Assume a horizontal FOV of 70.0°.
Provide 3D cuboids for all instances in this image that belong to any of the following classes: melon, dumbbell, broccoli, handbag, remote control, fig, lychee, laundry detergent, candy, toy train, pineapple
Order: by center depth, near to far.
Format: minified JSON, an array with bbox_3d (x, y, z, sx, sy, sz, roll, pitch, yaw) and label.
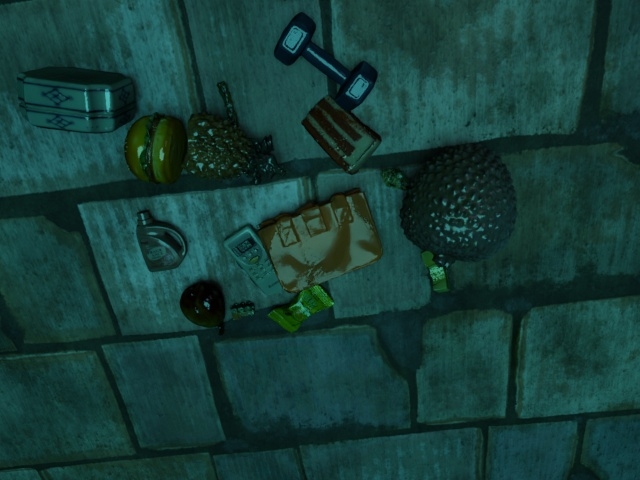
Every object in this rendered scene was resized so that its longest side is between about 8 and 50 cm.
[{"bbox_3d":[0.018,-0.559,1.443,0.325,0.160,0.144,34,78,-14],"label":"dumbbell"},{"bbox_3d":[0.464,-0.111,1.531,0.381,0.380,0.431,18,87,-8],"label":"lychee"},{"bbox_3d":[-0.277,-0.292,1.541,0.358,0.222,0.222,12,114,-16],"label":"pineapple"},{"bbox_3d":[0.269,-0.218,1.624,0.095,0.092,0.096,-19,95,-6],"label":"broccoli"},{"bbox_3d":[0.000,0.000,1.685,0.411,0.116,0.303,-20,109,0],"label":"handbag"},{"bbox_3d":[-0.600,-0.004,1.730,0.172,0.076,0.236,-8,112,2],"label":"laundry detergent"},{"bbox_3d":[0.446,0.112,1.759,0.064,0.118,0.209,-15,102,21],"label":"melon"},{"bbox_3d":[-0.241,0.084,1.777,0.140,0.056,0.296,-31,110,14],"label":"remote control"},{"bbox_3d":[-0.447,0.294,1.837,0.170,0.145,0.274,-16,126,9],"label":"fig"},{"bbox_3d":[-0.078,0.277,1.856,0.246,0.069,0.149,-38,106,14],"label":"candy"},{"bbox_3d":[-0.317,0.289,1.876,0.103,0.044,0.064,-10,117,7],"label":"toy train"}]

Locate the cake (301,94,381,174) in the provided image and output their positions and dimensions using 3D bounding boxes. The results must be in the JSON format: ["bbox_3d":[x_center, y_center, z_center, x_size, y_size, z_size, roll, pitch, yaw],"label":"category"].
[{"bbox_3d":[0.087,-0.364,1.581,0.158,0.160,0.262,-46,72,18],"label":"cake"}]

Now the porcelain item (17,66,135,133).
[{"bbox_3d":[-0.748,-0.436,1.421,0.282,0.285,0.157,7,116,-5],"label":"porcelain item"}]

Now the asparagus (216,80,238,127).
[{"bbox_3d":[-0.312,-0.455,1.551,0.036,0.030,0.165,-21,113,-17],"label":"asparagus"}]

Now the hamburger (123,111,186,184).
[{"bbox_3d":[-0.554,-0.306,1.512,0.170,0.246,0.245,6,114,0],"label":"hamburger"}]
